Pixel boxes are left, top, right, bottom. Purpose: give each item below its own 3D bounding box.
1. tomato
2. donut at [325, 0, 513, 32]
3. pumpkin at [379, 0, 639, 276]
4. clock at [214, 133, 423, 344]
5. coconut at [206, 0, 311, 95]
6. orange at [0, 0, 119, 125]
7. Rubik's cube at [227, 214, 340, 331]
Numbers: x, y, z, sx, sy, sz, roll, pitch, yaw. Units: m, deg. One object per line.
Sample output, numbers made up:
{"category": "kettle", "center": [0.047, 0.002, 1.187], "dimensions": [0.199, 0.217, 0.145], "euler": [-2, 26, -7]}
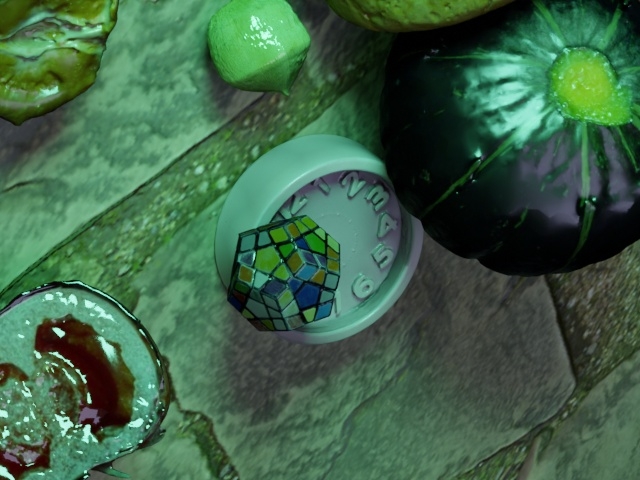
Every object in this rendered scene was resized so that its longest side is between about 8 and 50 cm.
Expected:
{"category": "tomato", "center": [-0.242, 0.142, 1.278], "dimensions": [0.214, 0.155, 0.180], "euler": [-28, 89, -11]}
{"category": "donut", "center": [0.112, -0.277, 1.249], "dimensions": [0.261, 0.208, 0.128], "euler": [-26, 126, -12]}
{"category": "pumpkin", "center": [0.186, -0.103, 1.361], "dimensions": [0.296, 0.296, 0.295], "euler": [-14, 120, -25]}
{"category": "clock", "center": [0.000, 0.000, 1.409], "dimensions": [0.197, 0.068, 0.196], "euler": [-13, 120, -24]}
{"category": "coconut", "center": [-0.052, -0.169, 1.283], "dimensions": [0.088, 0.088, 0.096], "euler": [-27, 96, -17]}
{"category": "orange", "center": [-0.237, -0.181, 1.151], "dimensions": [0.170, 0.112, 0.160], "euler": [-23, 138, 9]}
{"category": "Rubik's cube", "center": [-0.032, 0.030, 1.302], "dimensions": [0.093, 0.111, 0.111], "euler": [-53, 133, -30]}
